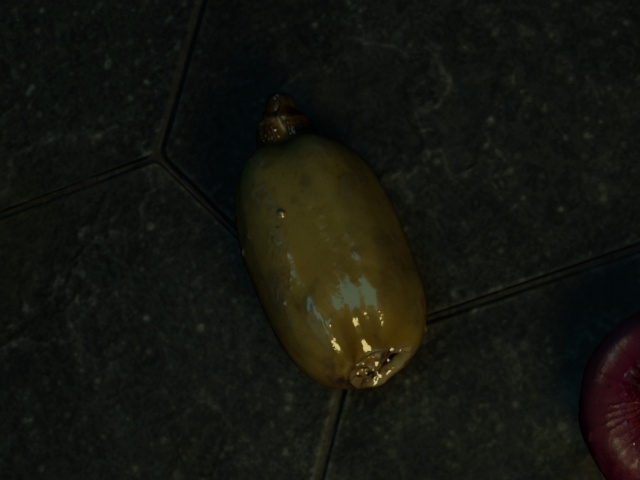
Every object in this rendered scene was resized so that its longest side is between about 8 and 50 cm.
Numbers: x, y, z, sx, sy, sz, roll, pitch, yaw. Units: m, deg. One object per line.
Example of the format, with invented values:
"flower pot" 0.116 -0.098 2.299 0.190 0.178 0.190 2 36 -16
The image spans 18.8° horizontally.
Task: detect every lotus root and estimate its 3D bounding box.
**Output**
"lotus root" 0.000 0.000 2.045 0.169 0.151 0.342 -20 65 -4

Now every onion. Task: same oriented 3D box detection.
"onion" 0.342 0.171 1.876 0.201 0.200 0.207 -34 99 7
